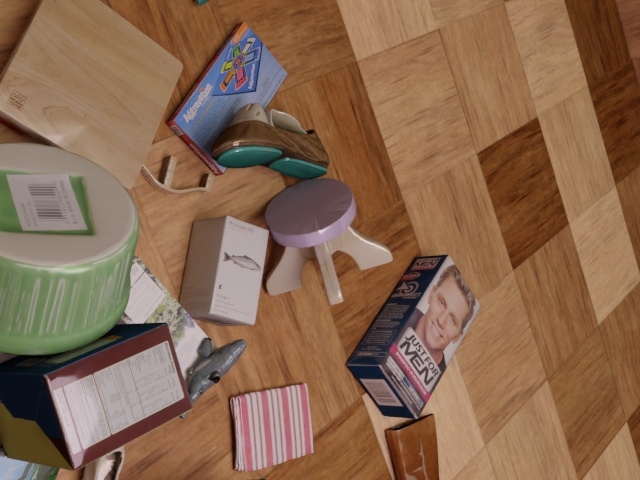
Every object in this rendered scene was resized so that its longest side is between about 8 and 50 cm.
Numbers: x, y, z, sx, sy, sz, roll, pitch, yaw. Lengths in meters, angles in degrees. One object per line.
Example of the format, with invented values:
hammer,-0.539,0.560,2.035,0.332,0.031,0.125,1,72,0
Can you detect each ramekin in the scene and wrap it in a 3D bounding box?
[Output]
ramekin,-0.401,-0.002,1.173,0.303,0.148,0.303,17,36,-13

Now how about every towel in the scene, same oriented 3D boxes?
towel,-0.092,0.358,1.627,0.197,0.029,0.144,-1,86,-46

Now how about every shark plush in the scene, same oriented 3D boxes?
shark plush,-0.188,0.220,1.389,0.161,0.067,0.073,-40,114,-40

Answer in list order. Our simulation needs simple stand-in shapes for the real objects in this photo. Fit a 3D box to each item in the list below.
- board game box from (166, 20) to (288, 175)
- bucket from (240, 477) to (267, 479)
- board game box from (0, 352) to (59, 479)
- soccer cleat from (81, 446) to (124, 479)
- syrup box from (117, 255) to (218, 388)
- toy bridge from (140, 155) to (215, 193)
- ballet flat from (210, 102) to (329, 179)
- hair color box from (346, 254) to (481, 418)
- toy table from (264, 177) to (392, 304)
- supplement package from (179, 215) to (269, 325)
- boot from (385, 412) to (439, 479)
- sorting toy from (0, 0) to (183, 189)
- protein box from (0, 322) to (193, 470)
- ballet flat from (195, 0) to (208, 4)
board game box,-0.173,-0.276,1.620,0.145,0.027,0.281,48,55,-31
bucket,-0.191,0.497,1.353,0.281,0.281,0.183,1,76,-44
board game box,-0.523,0.294,1.191,0.318,0.066,0.318,33,63,-37
soccer cleat,-0.343,0.313,1.354,0.068,0.076,0.196,9,79,-43
syrup box,-0.287,0.141,1.414,0.237,0.096,0.093,54,54,-28
toy bridge,-0.275,-0.120,1.505,0.188,0.026,0.063,24,70,-39
ballet flat,-0.098,-0.195,1.607,0.342,0.116,0.124,2,72,-55
hair color box,0.216,0.209,1.883,0.174,0.105,0.347,55,52,-25
toy table,0.000,0.000,1.624,0.274,0.252,0.161,-75,151,-64
supplement package,-0.176,0.057,1.525,0.105,0.105,0.179,20,72,-40
boot,0.260,0.539,1.924,0.264,0.096,0.280,-3,80,-36
sorting toy,-0.387,-0.248,1.369,0.257,0.089,0.255,34,63,-36
protein box,-0.333,0.214,1.200,0.201,0.200,0.136,-21,100,-45
ballet flat,-0.208,-0.483,1.609,0.114,0.041,0.041,-38,111,-40
